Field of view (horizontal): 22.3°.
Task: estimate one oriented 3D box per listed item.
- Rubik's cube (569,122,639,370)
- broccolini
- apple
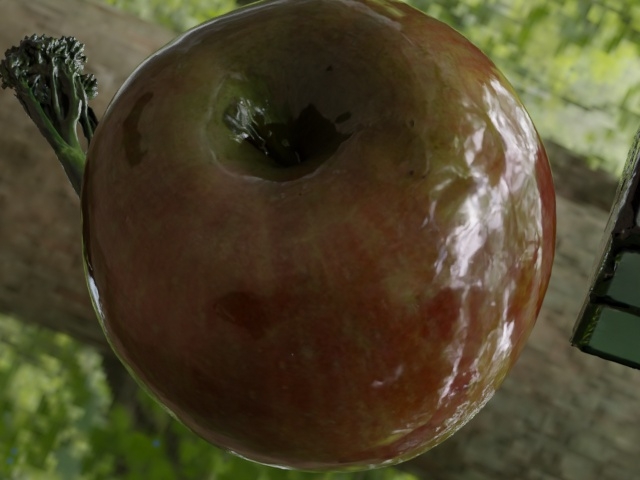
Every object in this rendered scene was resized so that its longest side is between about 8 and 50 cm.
[{"bbox_3d":[0.279,-0.006,1.051,0.183,0.180,0.167,96,15,-64],"label":"Rubik's cube"},{"bbox_3d":[-0.232,-0.098,1.430,0.068,0.091,0.203,-44,-131,38],"label":"broccolini"},{"bbox_3d":[0.000,0.000,0.653,0.174,0.188,0.188,76,30,-58],"label":"apple"}]
